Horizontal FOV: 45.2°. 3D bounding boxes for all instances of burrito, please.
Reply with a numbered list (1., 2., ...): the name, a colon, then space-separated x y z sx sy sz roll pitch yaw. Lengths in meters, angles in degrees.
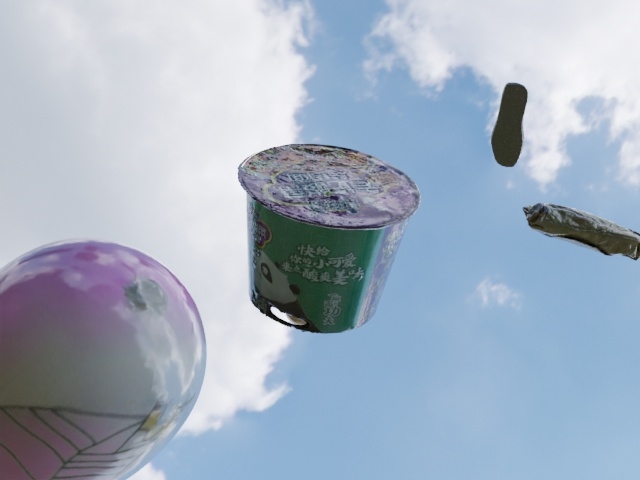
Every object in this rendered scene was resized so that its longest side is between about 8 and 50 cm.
1. burrito: 0.383 -0.014 1.121 0.188 0.058 0.045 19 -56 -3

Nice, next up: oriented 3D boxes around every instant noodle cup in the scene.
1. instant noodle cup: 0.000 0.000 1.081 0.251 0.251 0.190 21 -58 19

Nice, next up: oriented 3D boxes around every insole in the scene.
1. insole: 0.353 -0.213 1.437 0.063 0.010 0.192 11 -43 14

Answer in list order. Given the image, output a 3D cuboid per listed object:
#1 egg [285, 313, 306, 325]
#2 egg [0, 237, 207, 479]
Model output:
1. egg: -0.026 0.111 1.287 0.071 0.083 0.071 9 -71 28
2. egg: -0.210 0.114 0.612 0.271 0.196 0.196 -40 -89 18
